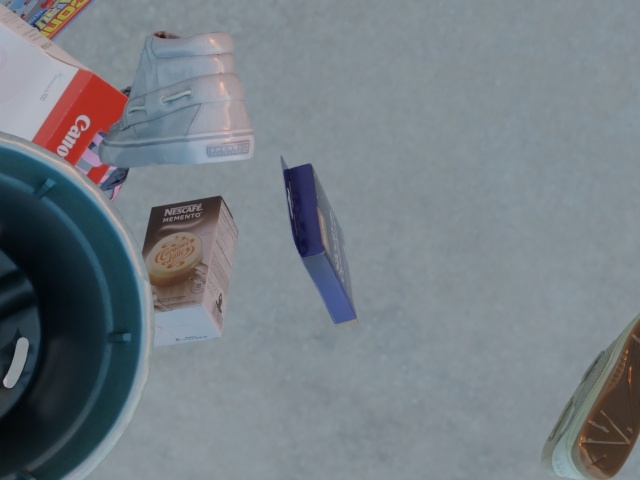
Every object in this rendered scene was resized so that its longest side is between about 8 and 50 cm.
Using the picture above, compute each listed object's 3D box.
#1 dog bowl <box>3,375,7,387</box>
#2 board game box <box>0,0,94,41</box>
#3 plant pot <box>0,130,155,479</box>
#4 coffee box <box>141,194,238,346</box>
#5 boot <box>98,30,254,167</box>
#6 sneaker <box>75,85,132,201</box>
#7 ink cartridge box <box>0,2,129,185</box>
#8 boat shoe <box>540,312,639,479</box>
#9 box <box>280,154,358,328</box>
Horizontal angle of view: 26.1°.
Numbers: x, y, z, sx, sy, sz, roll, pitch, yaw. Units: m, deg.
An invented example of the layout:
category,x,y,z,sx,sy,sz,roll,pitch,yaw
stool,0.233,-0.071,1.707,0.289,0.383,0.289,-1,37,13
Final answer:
category,x,y,z,sx,sy,sz,roll,pitch,yaw
dog bowl,-0.633,0.207,2.207,0.104,0.265,0.265,-17,134,34
board game box,-0.491,-0.331,1.988,0.308,0.302,0.086,-41,78,13
plant pot,-0.360,0.087,1.315,0.341,0.341,0.334,28,166,-15
coffee box,-0.233,0.052,2.379,0.141,0.247,0.098,-9,137,16
boot,-0.139,-0.133,1.288,0.095,0.123,0.258,-8,-174,-32
sneaker,-0.293,-0.127,1.945,0.319,0.112,0.131,-20,114,27
ink cartridge box,-0.353,-0.148,1.637,0.232,0.066,0.189,38,115,-1
boat shoe,0.381,0.184,1.764,0.109,0.302,0.098,48,150,-14
box,0.000,0.000,1.747,0.036,0.136,0.225,-14,147,9
